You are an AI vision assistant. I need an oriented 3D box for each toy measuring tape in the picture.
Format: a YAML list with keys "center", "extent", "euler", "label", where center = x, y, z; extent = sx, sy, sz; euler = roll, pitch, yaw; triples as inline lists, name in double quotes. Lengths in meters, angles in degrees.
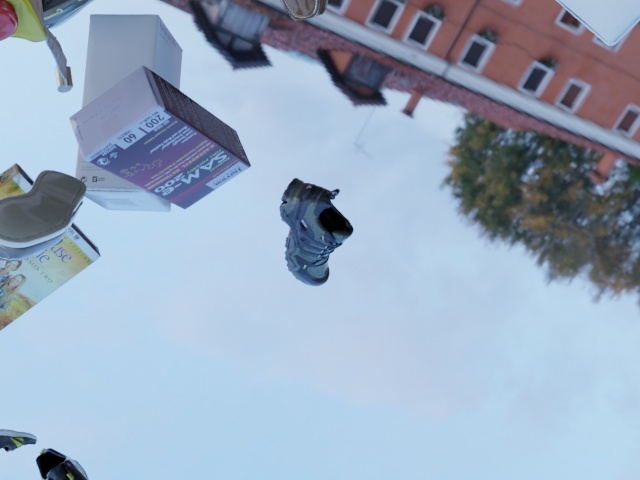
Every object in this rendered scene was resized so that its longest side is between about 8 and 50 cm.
- center: [-0.409, -0.278, 1.149]
  extent: [0.121, 0.121, 0.330]
  euler: [34, 163, 11]
  label: "toy measuring tape"

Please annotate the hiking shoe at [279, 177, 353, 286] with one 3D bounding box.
- center: [0.000, 0.000, 1.568]
  extent: [0.114, 0.227, 0.086]
  euler: [13, -134, 27]
  label: "hiking shoe"

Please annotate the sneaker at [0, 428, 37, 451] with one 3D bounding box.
- center: [-0.499, 0.327, 1.469]
  extent: [0.031, 0.035, 0.083]
  euler: [-2, 161, 35]
  label: "sneaker"

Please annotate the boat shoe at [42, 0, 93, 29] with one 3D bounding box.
- center: [-0.452, -0.511, 1.716]
  extent: [0.109, 0.305, 0.091]
  euler: [54, -166, -2]
  label: "boat shoe"

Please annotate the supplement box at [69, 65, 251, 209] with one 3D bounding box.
- center: [-0.213, -0.133, 1.241]
  extent: [0.239, 0.130, 0.073]
  euler: [29, -147, -61]
  label: "supplement box"

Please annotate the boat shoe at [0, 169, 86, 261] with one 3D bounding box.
- center: [-0.480, -0.026, 1.514]
  extent: [0.116, 0.097, 0.324]
  euler: [24, -161, -8]
  label: "boat shoe"

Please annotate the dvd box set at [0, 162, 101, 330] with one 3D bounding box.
- center: [-0.774, 0.055, 2.110]
  extent: [0.308, 0.420, 0.062]
  euler: [55, 178, -38]
  label: "dvd box set"

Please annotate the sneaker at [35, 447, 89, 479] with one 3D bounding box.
- center: [-0.429, 0.428, 1.529]
  extent: [0.234, 0.084, 0.097]
  euler: [26, 154, 50]
  label: "sneaker"

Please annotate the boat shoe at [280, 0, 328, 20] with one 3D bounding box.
- center: [-0.071, -0.572, 1.681]
  extent: [0.122, 0.324, 0.120]
  euler: [-10, -166, 20]
  label: "boat shoe"

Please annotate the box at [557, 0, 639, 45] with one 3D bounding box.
- center: [0.356, -0.347, 0.970]
  extent: [0.127, 0.148, 0.232]
  euler: [42, -121, 4]
  label: "box"

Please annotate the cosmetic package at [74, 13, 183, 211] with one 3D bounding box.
- center: [-0.389, -0.256, 1.851]
  extent: [0.155, 0.366, 0.197]
  euler: [2, 171, 8]
  label: "cosmetic package"
